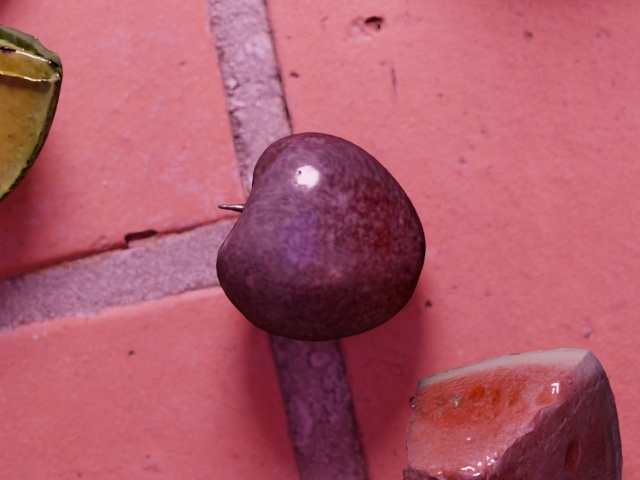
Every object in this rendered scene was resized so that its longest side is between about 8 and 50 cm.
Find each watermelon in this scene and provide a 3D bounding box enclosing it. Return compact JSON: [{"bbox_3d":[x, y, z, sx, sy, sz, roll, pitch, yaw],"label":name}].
[{"bbox_3d":[0.126,0.234,1.274,0.148,0.226,0.318,3,77,32],"label":"watermelon"}]

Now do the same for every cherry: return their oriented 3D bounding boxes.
[{"bbox_3d":[0.000,0.004,1.315,0.176,0.140,0.176,1,83,-8],"label":"cherry"}]

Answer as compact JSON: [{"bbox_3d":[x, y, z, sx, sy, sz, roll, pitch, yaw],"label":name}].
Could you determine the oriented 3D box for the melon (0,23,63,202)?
[{"bbox_3d":[-0.347,-0.104,1.363,0.265,0.129,0.169,9,106,-2],"label":"melon"}]
